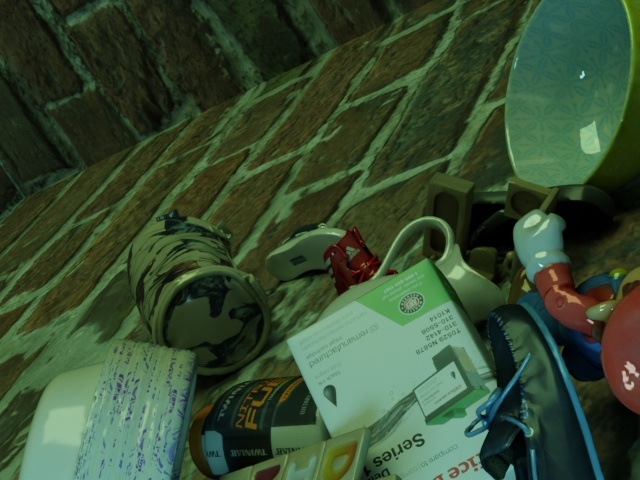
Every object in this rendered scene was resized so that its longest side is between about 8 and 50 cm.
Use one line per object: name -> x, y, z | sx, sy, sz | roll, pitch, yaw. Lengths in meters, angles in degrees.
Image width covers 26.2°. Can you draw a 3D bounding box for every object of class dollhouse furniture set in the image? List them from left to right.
dollhouse furniture set -> 0.178, 0.007, 1.607 | 0.151, 0.144, 0.123 | 19, 42, 19

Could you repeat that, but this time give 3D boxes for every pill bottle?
pill bottle -> -0.035, 0.208, 1.443 | 0.245, 0.130, 0.130 | -12, 26, 48

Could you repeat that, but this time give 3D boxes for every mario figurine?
mario figurine -> 0.276, 0.050, 1.135 | 0.198, 0.170, 0.320 | -5, 0, -13

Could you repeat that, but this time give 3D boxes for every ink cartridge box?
ink cartridge box -> 0.090, 0.154, 1.245 | 0.160, 0.092, 0.219 | -31, 59, 6

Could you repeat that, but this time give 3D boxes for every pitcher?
pitcher -> 0.088, 0.074, 1.564 | 0.207, 0.125, 0.178 | -29, 51, -2

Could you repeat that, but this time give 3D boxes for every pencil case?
pencil case -> -0.181, 0.070, 2.008 | 0.183, 0.160, 0.410 | -47, 18, 0

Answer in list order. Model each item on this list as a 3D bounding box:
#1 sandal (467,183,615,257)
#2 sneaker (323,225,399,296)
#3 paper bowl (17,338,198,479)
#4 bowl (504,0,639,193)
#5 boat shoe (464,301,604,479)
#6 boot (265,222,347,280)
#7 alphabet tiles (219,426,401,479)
sandal -> 0.238, -0.019, 1.675 | 0.254, 0.097, 0.054 | -12, 51, 48
sneaker -> 0.065, 0.054, 1.690 | 0.087, 0.128, 0.221 | -39, 19, -22
paper bowl -> -0.218, 0.239, 1.383 | 0.148, 0.284, 0.284 | 10, 22, -2
bowl -> 0.368, -0.182, 1.720 | 0.156, 0.289, 0.289 | 7, 4, -22
boat shoe -> 0.167, 0.161, 1.093 | 0.089, 0.109, 0.258 | -14, 50, -1
boot -> 0.000, 0.000, 2.038 | 0.190, 0.069, 0.086 | -15, 27, 47
alphabet tiles -> -0.059, 0.309, 1.176 | 0.342, 0.011, 0.285 | -27, 37, 47
